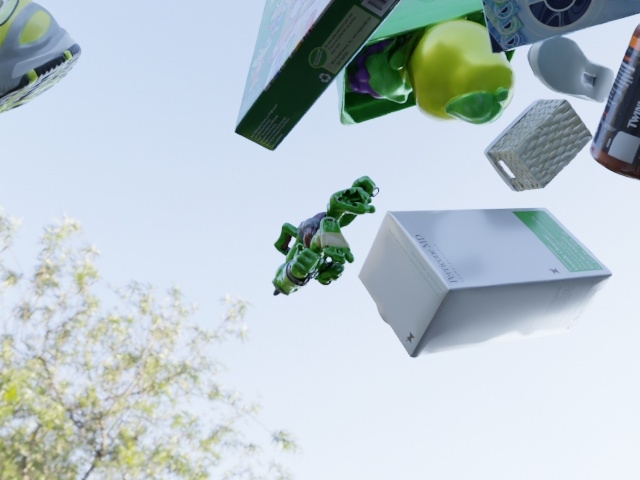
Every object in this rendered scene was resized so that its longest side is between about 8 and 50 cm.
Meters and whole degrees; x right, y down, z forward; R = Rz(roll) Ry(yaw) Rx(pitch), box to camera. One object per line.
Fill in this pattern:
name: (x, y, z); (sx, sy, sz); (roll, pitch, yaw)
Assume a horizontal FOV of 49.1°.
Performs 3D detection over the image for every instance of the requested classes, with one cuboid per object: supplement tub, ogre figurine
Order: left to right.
ogre figurine: (0.000, 0.000, 0.885); (0.097, 0.197, 0.118); (26, -41, -17)
supplement tub: (0.375, -0.169, 0.761); (0.106, 0.106, 0.198); (18, -61, 15)

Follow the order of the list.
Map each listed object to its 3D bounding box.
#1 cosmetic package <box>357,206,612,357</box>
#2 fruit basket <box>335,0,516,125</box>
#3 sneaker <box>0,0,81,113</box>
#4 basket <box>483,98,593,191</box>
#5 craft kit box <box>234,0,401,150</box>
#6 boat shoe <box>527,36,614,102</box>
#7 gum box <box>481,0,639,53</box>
cosmetic package: (0.273, 0.060, 1.172); (0.197, 0.366, 0.155); (56, -44, 39)
fruit basket: (0.217, -0.315, 1.270); (0.392, 0.392, 0.283); (24, -23, 9)
sneaker: (-0.536, -0.222, 0.995); (0.147, 0.385, 0.145); (53, -33, -11)
basket: (0.423, -0.186, 1.355); (0.113, 0.167, 0.103); (48, -11, -15)
craft kit box: (0.005, -0.257, 0.724); (0.061, 0.246, 0.250); (26, -40, -20)
boat shoe: (0.384, -0.271, 1.123); (0.081, 0.227, 0.079); (26, -77, 46)
gum box: (0.287, -0.328, 0.849); (0.184, 0.041, 0.157); (-9, -80, 29)
